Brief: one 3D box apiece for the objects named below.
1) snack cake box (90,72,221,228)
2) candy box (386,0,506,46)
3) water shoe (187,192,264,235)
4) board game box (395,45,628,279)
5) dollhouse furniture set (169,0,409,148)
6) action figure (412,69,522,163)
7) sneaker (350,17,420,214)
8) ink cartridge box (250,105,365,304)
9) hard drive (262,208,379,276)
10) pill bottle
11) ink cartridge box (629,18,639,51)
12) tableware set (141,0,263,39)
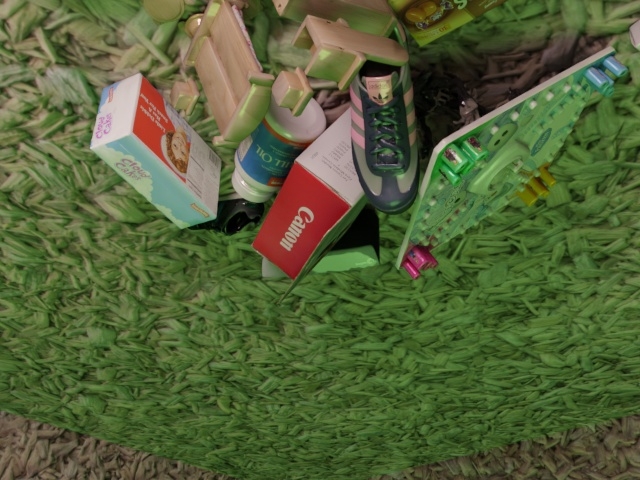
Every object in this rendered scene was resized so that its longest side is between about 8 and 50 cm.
[{"bbox_3d":[-0.293,-0.157,1.268,0.089,0.152,0.264,-16,142,21],"label":"snack cake box"},{"bbox_3d":[0.205,-0.384,1.035,0.186,0.053,0.109,-21,140,29],"label":"candy box"},{"bbox_3d":[-0.217,-0.049,1.489,0.203,0.080,0.073,-17,142,23],"label":"water shoe"},{"bbox_3d":[0.326,-0.117,1.216,0.390,0.050,0.390,-30,156,-20],"label":"board game box"},{"bbox_3d":[-0.057,-0.232,1.026,0.173,0.303,0.355,2,142,-35],"label":"dollhouse furniture set"},{"bbox_3d":[0.234,-0.213,1.209,0.275,0.141,0.164,5,154,-12],"label":"action figure"},{"bbox_3d":[0.092,-0.197,1.063,0.112,0.319,0.131,-7,-179,10],"label":"sneaker"},{"bbox_3d":[-0.008,-0.061,1.271,0.130,0.272,0.309,39,145,4],"label":"ink cartridge box"},{"bbox_3d":[0.000,0.000,1.492,0.254,0.172,0.054,-6,130,10],"label":"hard drive"},{"bbox_3d":[-0.087,-0.169,1.280,0.124,0.124,0.221,14,143,-20],"label":"pill bottle"},{"bbox_3d":[0.645,-0.354,1.085,0.189,0.066,0.232,21,144,-28],"label":"ink cartridge box"},{"bbox_3d":[-0.185,-0.372,1.073,0.168,0.020,0.141,-26,144,26],"label":"tableware set"}]
